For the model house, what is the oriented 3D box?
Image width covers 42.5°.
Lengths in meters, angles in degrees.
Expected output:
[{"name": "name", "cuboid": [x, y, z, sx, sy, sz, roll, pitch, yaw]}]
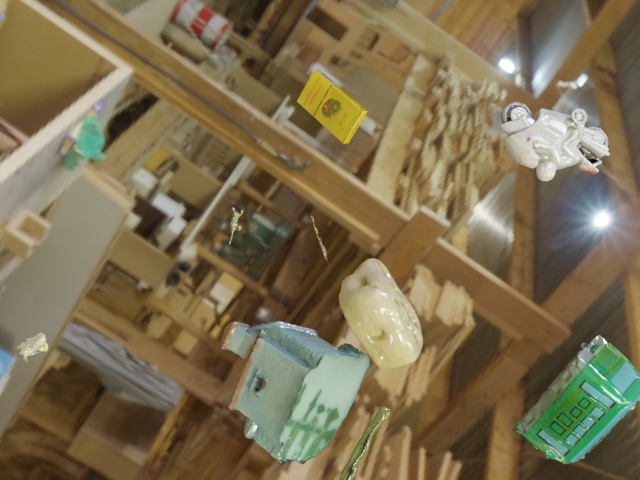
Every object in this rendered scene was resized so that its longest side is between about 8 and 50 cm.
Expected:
[{"name": "model house", "cuboid": [-0.109, 0.341, 2.050, 0.251, 0.329, 0.295, 14, 100, -57]}]

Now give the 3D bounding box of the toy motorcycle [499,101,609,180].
[{"name": "toy motorcycle", "cuboid": [0.526, -0.214, 1.879, 0.110, 0.260, 0.171, 126, -20, -77]}]

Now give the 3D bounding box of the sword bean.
[{"name": "sword bean", "cuboid": [0.121, 0.591, 2.341, 0.269, 0.043, 0.038, -60, -178, -1]}]

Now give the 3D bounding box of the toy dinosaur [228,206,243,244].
[{"name": "toy dinosaur", "cuboid": [-0.243, -0.041, 2.307, 0.060, 0.029, 0.120, -29, -128, 61]}]

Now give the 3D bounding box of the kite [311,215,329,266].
[{"name": "kite", "cuboid": [0.000, 0.000, 2.340, 0.010, 0.159, 0.190, -21, 170, 1]}]

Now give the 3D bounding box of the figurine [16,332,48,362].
[{"name": "figurine", "cuboid": [-0.765, 0.287, 2.207, 0.083, 0.051, 0.047, -31, -138, -10]}]

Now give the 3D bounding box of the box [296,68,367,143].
[{"name": "box", "cuboid": [0.023, -0.288, 1.766, 0.023, 0.155, 0.087, -9, 138, -56]}]

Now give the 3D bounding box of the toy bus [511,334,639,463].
[{"name": "toy bus", "cuboid": [0.693, 0.438, 2.196, 0.183, 0.199, 0.344, -26, 151, -47]}]

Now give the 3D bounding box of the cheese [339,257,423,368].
[{"name": "cheese", "cuboid": [0.117, 0.146, 1.668, 0.117, 0.235, 0.218, -29, 146, 10]}]
